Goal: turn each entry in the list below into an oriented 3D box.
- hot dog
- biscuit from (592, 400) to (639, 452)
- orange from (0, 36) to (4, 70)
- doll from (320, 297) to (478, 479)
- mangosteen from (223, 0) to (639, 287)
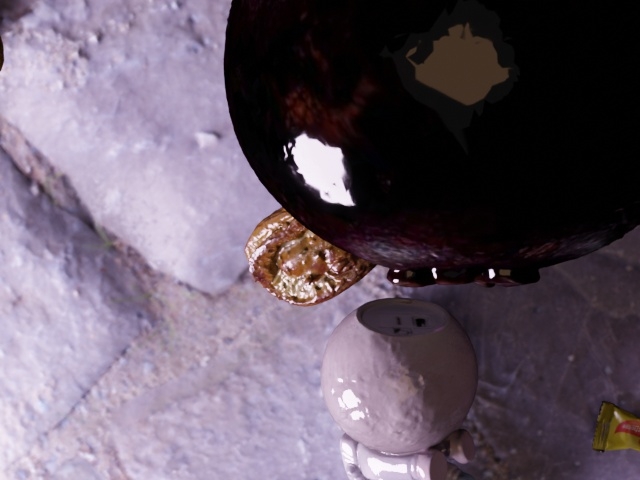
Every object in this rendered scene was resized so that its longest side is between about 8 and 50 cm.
[{"bbox_3d":[-0.001,-0.002,1.241,0.147,0.065,0.099,-34,111,9],"label":"hot dog"},{"bbox_3d":[0.403,0.206,1.301,0.292,0.026,0.048,12,87,-1],"label":"biscuit"},{"bbox_3d":[-0.321,-0.171,1.198,0.085,0.085,0.095,-6,101,4],"label":"orange"},{"bbox_3d":[0.070,0.199,1.262,0.151,0.151,0.287,1,112,2],"label":"doll"},{"bbox_3d":[0.114,-0.181,1.041,0.382,0.382,0.435,0,89,3],"label":"mangosteen"}]
